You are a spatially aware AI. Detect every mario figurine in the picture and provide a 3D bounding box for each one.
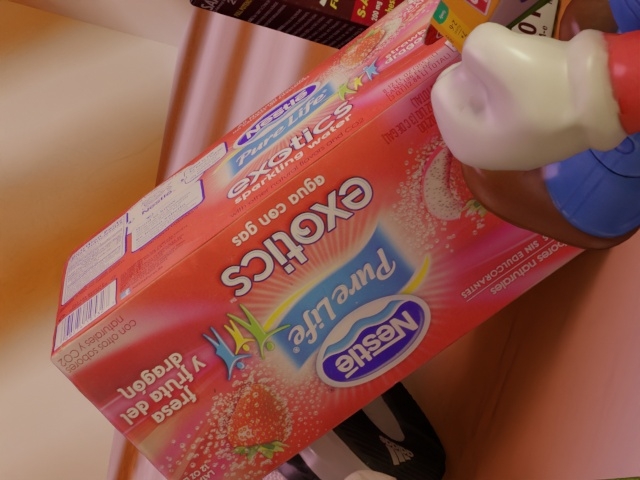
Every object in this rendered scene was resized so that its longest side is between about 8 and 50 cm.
[{"bbox_3d":[0.130,-0.127,0.379,0.320,0.170,0.198,120,154,-63],"label":"mario figurine"}]

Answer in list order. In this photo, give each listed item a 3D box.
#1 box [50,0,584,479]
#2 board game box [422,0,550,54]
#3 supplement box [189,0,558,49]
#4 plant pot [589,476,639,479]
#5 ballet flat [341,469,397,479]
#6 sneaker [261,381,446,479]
[{"bbox_3d":[0.000,0.000,0.704,0.300,0.142,0.154,-36,23,5],"label":"box"},{"bbox_3d":[0.128,-0.174,0.505,0.124,0.039,0.259,-36,-9,-25],"label":"board game box"},{"bbox_3d":[0.044,-0.195,0.797,0.073,0.239,0.130,169,114,-74],"label":"supplement box"},{"bbox_3d":[0.066,0.171,0.288,0.275,0.293,0.275,-166,90,-75],"label":"plant pot"},{"bbox_3d":[0.049,0.330,0.601,0.147,0.147,0.409,148,130,-70],"label":"ballet flat"},{"bbox_3d":[-0.074,0.143,0.957,0.257,0.169,0.447,-53,23,13],"label":"sneaker"}]
